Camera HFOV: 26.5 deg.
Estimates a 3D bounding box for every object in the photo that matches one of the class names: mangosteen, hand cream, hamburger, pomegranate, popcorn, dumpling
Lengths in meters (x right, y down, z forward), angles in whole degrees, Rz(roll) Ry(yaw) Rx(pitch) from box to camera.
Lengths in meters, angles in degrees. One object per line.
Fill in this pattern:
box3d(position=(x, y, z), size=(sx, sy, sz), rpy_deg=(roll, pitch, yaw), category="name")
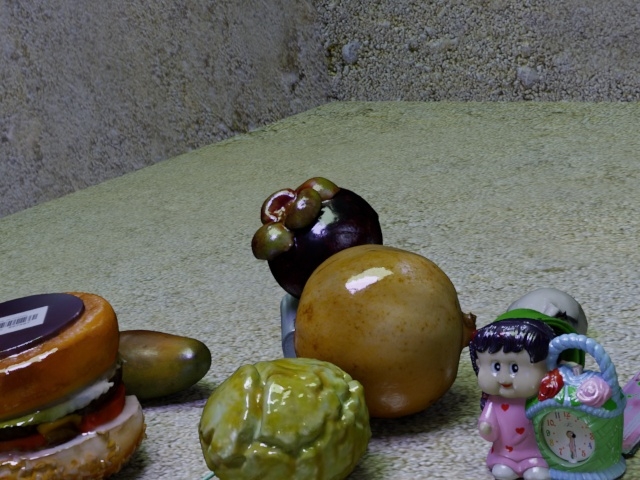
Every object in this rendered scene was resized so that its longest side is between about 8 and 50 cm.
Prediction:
box3d(position=(0.000, 0.000, 2.136), size=(0.209, 0.210, 0.210), rpy_deg=(-11, 15, 3), category="mangosteen")
box3d(position=(0.429, 0.208, 1.792), size=(0.275, 0.050, 0.079), rpy_deg=(-35, 2, -44), category="hand cream")
box3d(position=(-0.417, 0.233, 1.920), size=(0.330, 0.250, 0.330), rpy_deg=(-13, 18, 4), category="hamburger")
box3d(position=(0.090, 0.124, 1.920), size=(0.264, 0.264, 0.264), rpy_deg=(-11, 15, 3), category="pomegranate")
box3d(position=(-0.046, 0.242, 1.754), size=(0.221, 0.184, 0.204), rpy_deg=(-13, 21, -8), category="popcorn")
box3d(position=(0.325, 0.130, 2.062), size=(0.150, 0.092, 0.176), rpy_deg=(-23, 18, 13), category="dumpling")

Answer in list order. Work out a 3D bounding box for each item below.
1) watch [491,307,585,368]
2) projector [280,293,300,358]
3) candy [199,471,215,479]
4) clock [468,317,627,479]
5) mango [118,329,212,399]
box3d(position=(0.296, 0.164, 1.833), size=(0.165, 0.152, 0.131), rpy_deg=(-18, 14, -17), category="watch")
box3d(position=(0.063, 0.141, 2.170), size=(0.250, 0.108, 0.198), rpy_deg=(-10, 15, -1), category="projector")
box3d(position=(-0.123, 0.303, 1.854), size=(0.184, 0.056, 0.049), rpy_deg=(-32, 16, -31), category="candy")
box3d(position=(0.277, 0.191, 1.664), size=(0.194, 0.195, 0.100), rpy_deg=(-3, 14, 34), category="clock")
box3d(position=(-0.285, 0.201, 2.195), size=(0.267, 0.111, 0.133), rpy_deg=(-1, 3, 38), category="mango")
